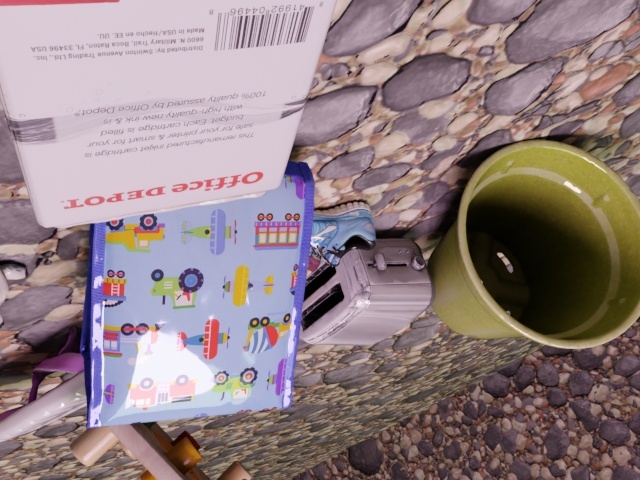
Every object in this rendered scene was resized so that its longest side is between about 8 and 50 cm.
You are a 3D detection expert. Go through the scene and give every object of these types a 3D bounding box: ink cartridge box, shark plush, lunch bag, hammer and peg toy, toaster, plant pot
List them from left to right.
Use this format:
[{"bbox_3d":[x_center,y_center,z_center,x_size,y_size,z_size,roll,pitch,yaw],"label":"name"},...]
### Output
[{"bbox_3d":[-0.374,0.040,0.664,0.067,0.073,0.161,9,162,10],"label":"shark plush"},{"bbox_3d":[-0.109,-0.136,0.425,0.196,0.114,0.273,-11,153,-21],"label":"ink cartridge box"},{"bbox_3d":[-0.207,0.319,0.935,0.127,0.266,0.361,-44,178,-16],"label":"hammer and peg toy"},{"bbox_3d":[-0.128,0.034,0.678,0.220,0.138,0.294,1,118,-24],"label":"lunch bag"},{"bbox_3d":[0.051,0.084,0.983,0.146,0.129,0.227,6,147,-37],"label":"toaster"},{"bbox_3d":[0.278,0.036,0.933,0.275,0.276,0.254,-13,165,-16],"label":"plant pot"}]

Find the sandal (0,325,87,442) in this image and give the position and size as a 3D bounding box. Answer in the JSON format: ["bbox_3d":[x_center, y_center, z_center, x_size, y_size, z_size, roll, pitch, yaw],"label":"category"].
[{"bbox_3d":[-0.307,0.162,0.913,0.416,0.102,0.169,-29,170,14],"label":"sandal"}]

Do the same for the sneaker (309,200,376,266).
[{"bbox_3d":[0.000,0.000,0.832,0.162,0.073,0.063,-14,155,-13],"label":"sneaker"}]

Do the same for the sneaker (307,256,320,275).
[{"bbox_3d":[-0.074,0.083,0.933,0.185,0.084,0.069,-28,154,17],"label":"sneaker"}]
